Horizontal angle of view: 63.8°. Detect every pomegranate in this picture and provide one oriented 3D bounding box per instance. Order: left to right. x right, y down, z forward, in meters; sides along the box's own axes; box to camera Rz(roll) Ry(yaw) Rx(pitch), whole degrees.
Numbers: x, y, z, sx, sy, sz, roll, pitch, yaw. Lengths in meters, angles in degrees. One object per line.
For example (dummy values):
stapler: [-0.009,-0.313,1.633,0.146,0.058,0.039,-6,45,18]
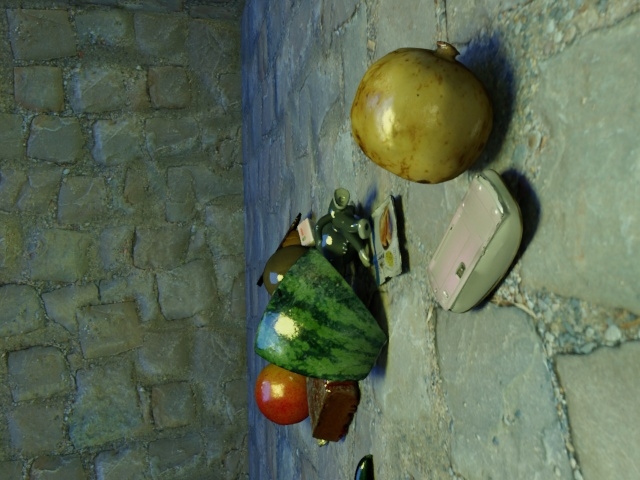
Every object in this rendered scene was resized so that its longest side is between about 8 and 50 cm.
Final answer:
pomegranate: [-0.112,0.482,1.719,0.221,0.221,0.256,132,143,-67]
pomegranate: [0.160,-0.200,0.795,0.215,0.215,0.215,179,90,-74]

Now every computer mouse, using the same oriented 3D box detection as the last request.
computer mouse: [0.232,0.007,0.778,0.245,0.056,0.126,106,156,-43]

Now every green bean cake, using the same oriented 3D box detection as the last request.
green bean cake: [0.031,0.425,1.411,0.232,0.097,0.198,112,154,-52]

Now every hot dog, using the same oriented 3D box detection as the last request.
hot dog: [-0.085,0.040,1.659,0.326,0.107,0.194,-62,5,-35]

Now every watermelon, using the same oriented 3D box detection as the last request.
watermelon: [0.036,0.177,1.238,0.292,0.283,0.250,-35,-31,-63]

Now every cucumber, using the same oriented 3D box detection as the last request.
cucumber: [0.104,0.665,1.252,0.056,0.056,0.284,163,110,-73]

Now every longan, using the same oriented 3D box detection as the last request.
longan: [-0.060,0.092,1.359,0.167,0.187,0.167,-28,53,44]

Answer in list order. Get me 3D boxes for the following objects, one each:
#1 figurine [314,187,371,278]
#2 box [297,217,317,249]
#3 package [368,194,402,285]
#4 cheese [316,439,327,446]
figurine: [0.050,-0.012,1.253,0.265,0.140,0.193,62,-177,-67]
box: [0.000,0.000,1.449,0.043,0.125,0.089,-41,42,26]
package: [0.142,0.005,1.136,0.173,0.027,0.171,130,134,-70]
cheese: [0.004,0.594,1.613,0.060,0.042,0.084,-107,10,-62]
